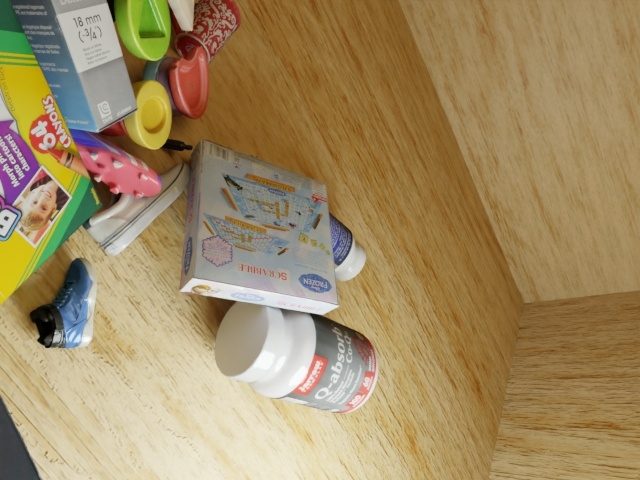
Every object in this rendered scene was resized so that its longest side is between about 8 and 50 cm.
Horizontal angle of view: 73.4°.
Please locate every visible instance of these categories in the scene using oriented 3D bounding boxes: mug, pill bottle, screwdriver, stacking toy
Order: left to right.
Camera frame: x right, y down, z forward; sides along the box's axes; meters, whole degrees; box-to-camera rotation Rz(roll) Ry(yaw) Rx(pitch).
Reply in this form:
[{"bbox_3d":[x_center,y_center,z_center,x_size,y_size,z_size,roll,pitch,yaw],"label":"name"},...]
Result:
[{"bbox_3d":[-0.339,-0.346,0.825,0.309,0.130,0.279,-70,164,-59],"label":"stacking toy"},{"bbox_3d":[-0.267,-0.202,0.941,0.025,0.170,0.024,91,7,-64],"label":"screwdriver"},{"bbox_3d":[-0.296,-0.518,1.059,0.113,0.150,0.169,83,22,-58],"label":"mug"},{"bbox_3d":[-0.047,0.265,0.988,0.363,0.210,0.210,31,55,-40],"label":"pill bottle"},{"bbox_3d":[0.000,0.000,1.179,0.264,0.153,0.153,37,52,-37],"label":"pill bottle"}]

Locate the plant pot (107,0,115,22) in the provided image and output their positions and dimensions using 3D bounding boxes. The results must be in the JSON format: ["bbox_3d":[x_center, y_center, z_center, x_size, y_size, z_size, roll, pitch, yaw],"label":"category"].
[{"bbox_3d":[-0.468,-0.407,0.742,0.188,0.187,0.167,51,31,-26],"label":"plant pot"}]

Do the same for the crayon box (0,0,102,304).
[{"bbox_3d":[-0.464,-0.084,0.526,0.363,0.106,0.313,94,15,-49],"label":"crayon box"}]

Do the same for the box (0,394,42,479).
[{"bbox_3d":[-0.486,0.252,0.396,0.296,0.294,0.183,-29,100,-50],"label":"box"}]

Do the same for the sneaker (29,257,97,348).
[{"bbox_3d":[-0.425,0.101,0.708,0.084,0.058,0.152,11,76,-57],"label":"sneaker"}]

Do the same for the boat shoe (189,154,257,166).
[{"bbox_3d":[-0.177,-0.158,1.051,0.302,0.113,0.103,-3,86,-50],"label":"boat shoe"}]

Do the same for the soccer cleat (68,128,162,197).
[{"bbox_3d":[-0.396,-0.157,0.760,0.248,0.083,0.095,21,42,-15],"label":"soccer cleat"}]

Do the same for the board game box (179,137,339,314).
[{"bbox_3d":[-0.118,-0.023,0.898,0.318,0.066,0.318,16,54,-32],"label":"board game box"}]

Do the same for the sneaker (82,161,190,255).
[{"bbox_3d":[-0.347,-0.089,0.838,0.091,0.094,0.258,50,42,-24],"label":"sneaker"}]

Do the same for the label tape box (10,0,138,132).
[{"bbox_3d":[-0.425,-0.335,0.595,0.106,0.240,0.334,-61,156,-48],"label":"label tape box"}]
